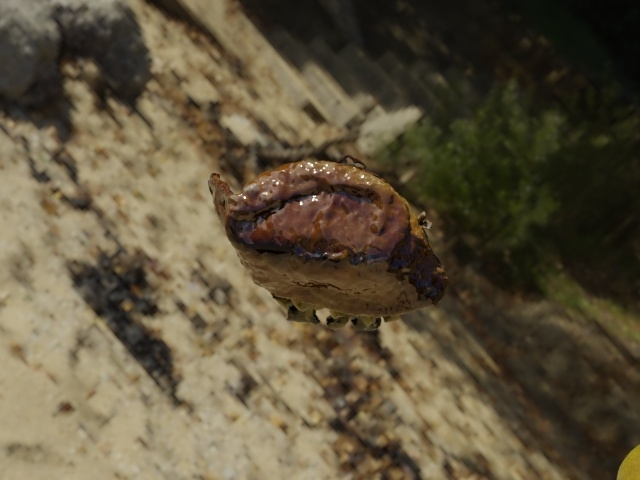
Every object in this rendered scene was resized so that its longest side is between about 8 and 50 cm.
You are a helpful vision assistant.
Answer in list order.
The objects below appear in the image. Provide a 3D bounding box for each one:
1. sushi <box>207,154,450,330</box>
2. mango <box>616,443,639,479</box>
[{"bbox_3d":[0.003,0.002,1.627,0.179,0.296,0.167,75,20,-73],"label":"sushi"},{"bbox_3d":[0.293,0.215,1.014,0.099,0.136,0.227,57,0,-35],"label":"mango"}]
